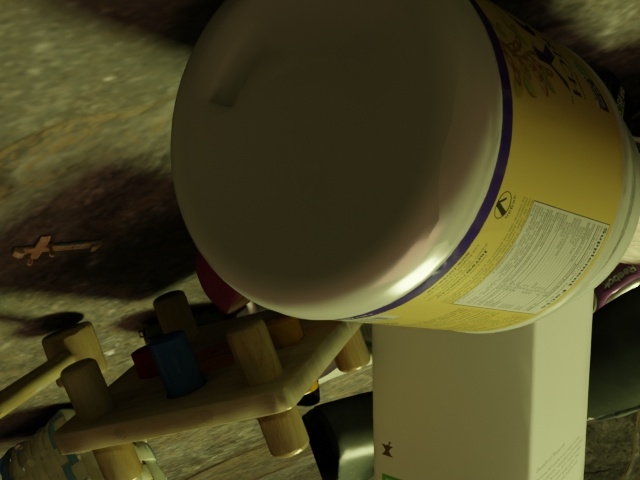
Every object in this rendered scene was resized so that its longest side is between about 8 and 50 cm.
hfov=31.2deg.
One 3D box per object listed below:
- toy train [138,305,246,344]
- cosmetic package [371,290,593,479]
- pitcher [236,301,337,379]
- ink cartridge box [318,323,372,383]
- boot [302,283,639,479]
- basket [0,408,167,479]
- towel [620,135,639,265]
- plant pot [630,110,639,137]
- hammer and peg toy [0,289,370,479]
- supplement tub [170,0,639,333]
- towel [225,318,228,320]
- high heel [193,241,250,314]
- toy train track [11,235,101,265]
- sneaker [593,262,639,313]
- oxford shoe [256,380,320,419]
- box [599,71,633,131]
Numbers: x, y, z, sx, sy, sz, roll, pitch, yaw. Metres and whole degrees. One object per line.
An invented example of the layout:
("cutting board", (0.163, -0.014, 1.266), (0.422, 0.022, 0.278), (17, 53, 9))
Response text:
("toy train", (-0.141, 0.096, 1.363), (0.158, 0.027, 0.036), (-11, 170, -24))
("cosmetic package", (0.172, 0.165, 1.225), (0.197, 0.365, 0.155), (10, -156, 34))
("pitcher", (-0.035, 0.071, 1.284), (0.178, 0.125, 0.207), (9, 142, -14))
("ink cartridge box", (-0.020, 0.170, 1.634), (0.235, 0.056, 0.171), (-23, 160, 20))
("boot", (0.213, 0.187, 1.448), (0.445, 0.146, 0.367), (-8, 154, -10))
("basket", (-0.341, 0.382, 1.608), (0.289, 0.254, 0.201), (-44, 153, 29))
("towel", (0.379, -0.021, 1.225), (0.332, 0.053, 0.317), (13, 168, -13))
("plant pot", (0.393, -0.114, 1.219), (0.083, 0.081, 0.081), (-10, 160, -42))
("hammer and peg toy", (-0.144, 0.139, 1.129), (0.361, 0.127, 0.266), (-15, -168, 24))
("supplement tub", (0.080, -0.056, 0.829), (0.241, 0.241, 0.331), (-30, 159, 28))
("towel", (-0.109, 0.121, 1.454), (0.067, 0.029, 0.119), (-28, 158, 18))
("high heel", (0.000, 0.000, 1.081), (0.244, 0.117, 0.082), (-8, 142, -21))
("toy train track", (-0.241, 0.011, 1.052), (0.083, 0.014, 0.048), (-6, 157, -34))
("sneaker", (0.441, 0.074, 1.714), (0.305, 0.114, 0.152), (-26, 158, 20))
("oxford shoe", (-0.091, 0.165, 1.394), (0.097, 0.098, 0.271), (-37, 155, 34))
("box", (0.195, -0.066, 1.058), (0.184, 0.045, 0.190), (-32, -166, 28))
